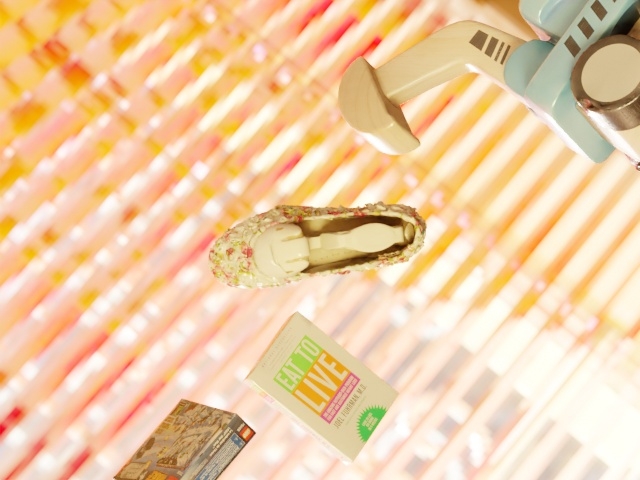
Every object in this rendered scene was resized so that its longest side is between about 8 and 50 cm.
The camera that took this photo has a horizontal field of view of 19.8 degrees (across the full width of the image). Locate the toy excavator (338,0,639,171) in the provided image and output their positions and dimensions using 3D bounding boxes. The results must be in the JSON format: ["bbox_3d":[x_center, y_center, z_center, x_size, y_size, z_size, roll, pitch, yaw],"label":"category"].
[{"bbox_3d":[0.289,-0.232,2.362,0.433,0.445,0.222,-53,-39,1],"label":"toy excavator"}]

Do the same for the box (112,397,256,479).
[{"bbox_3d":[-0.115,0.180,1.531,0.094,0.027,0.137,-48,18,-15],"label":"box"}]

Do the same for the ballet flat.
[{"bbox_3d":[0.000,0.000,1.961,0.241,0.091,0.077,-12,3,-9],"label":"ballet flat"}]

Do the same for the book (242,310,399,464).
[{"bbox_3d":[0.000,0.158,1.961,0.096,0.144,0.035,-54,6,-26],"label":"book"}]
